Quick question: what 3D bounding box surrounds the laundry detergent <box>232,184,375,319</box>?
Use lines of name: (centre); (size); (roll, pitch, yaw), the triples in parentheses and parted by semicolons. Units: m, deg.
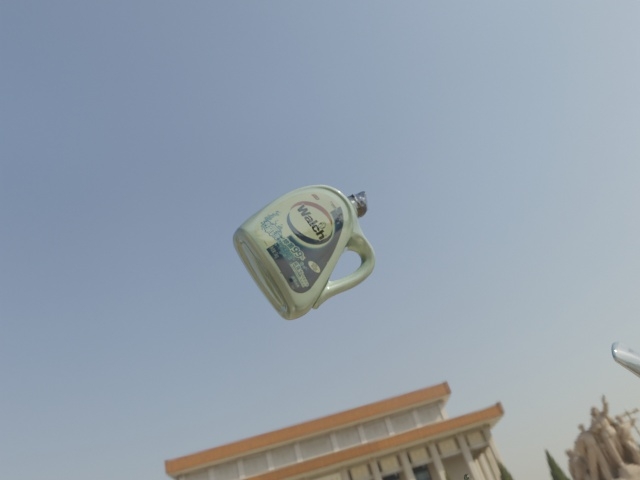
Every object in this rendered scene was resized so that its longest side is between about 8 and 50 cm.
laundry detergent: (0.000, 0.000, 0.979); (0.280, 0.215, 0.105); (-30, -7, -31)

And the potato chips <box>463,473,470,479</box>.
potato chips: (0.288, 0.502, 0.966); (0.026, 0.142, 0.209); (-19, -22, 14)

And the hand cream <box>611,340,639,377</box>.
hand cream: (0.689, 0.284, 1.025); (0.079, 0.255, 0.048); (-20, -40, -58)
